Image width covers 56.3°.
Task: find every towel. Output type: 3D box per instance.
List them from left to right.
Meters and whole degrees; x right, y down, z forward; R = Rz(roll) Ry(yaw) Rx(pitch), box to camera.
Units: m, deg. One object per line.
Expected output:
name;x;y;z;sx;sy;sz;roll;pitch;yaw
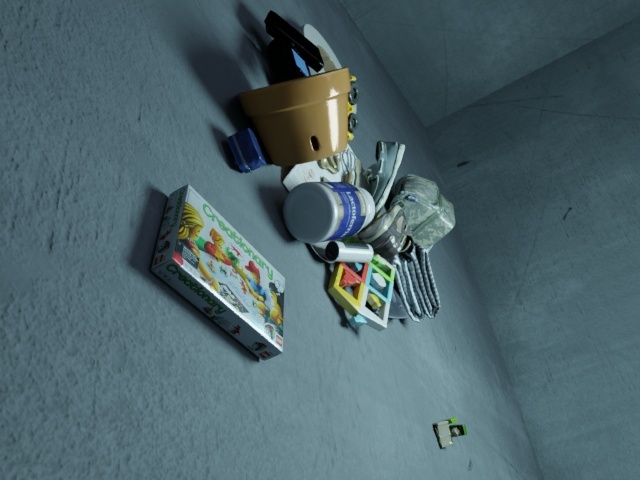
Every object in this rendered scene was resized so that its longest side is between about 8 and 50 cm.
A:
towel;0.303;0.096;1.991;0.235;0.121;0.284;-97;168;-60

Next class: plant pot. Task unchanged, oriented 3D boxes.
plant pot;-0.049;-0.315;1.553;0.291;0.290;0.203;-56;135;-66

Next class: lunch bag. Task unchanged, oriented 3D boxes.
lunch bag;-0.173;-0.202;1.385;0.067;0.065;0.098;41;26;-77
lunch bag;0.408;-0.134;2.504;0.256;0.212;0.305;43;24;-9

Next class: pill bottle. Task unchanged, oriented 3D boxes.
pill bottle;0.032;-0.078;1.561;0.264;0.153;0.153;-11;76;-60

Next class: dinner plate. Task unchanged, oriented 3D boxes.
dinner plate;0.000;0.000;1.613;0.141;0.017;0.141;40;33;-33

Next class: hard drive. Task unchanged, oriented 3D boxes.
hard drive;0.177;0.162;1.813;0.254;0.054;0.172;18;49;-61

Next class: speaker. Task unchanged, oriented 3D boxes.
speaker;0.077;0.032;1.606;0.136;0.055;0.055;5;59;-43

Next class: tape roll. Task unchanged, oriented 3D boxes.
tape roll;0.015;-0.644;2.312;0.392;0.072;0.392;50;25;-33

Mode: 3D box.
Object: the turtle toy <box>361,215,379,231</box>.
turtle toy;0.166;-0.051;2.009;0.130;0.066;0.095;-72;157;-64

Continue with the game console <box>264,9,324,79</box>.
game console;-0.065;-0.557;1.812;0.213;0.044;0.361;30;31;-33

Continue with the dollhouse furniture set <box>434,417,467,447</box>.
dollhouse furniture set;0.392;0.601;1.875;0.151;0.058;0.076;4;68;-44

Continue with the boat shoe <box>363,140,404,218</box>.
boat shoe;0.186;-0.201;1.922;0.116;0.099;0.319;107;5;-56

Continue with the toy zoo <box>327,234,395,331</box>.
toy zoo;0.116;0.121;1.643;0.192;0.030;0.293;40;36;-16

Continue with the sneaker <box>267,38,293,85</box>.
sneaker;-0.084;-0.517;1.909;0.145;0.090;0.270;33;34;-49

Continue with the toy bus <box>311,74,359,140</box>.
toy bus;0.020;-0.434;1.932;0.211;0.149;0.220;-12;104;-63

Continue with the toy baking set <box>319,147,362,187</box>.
toy baking set;0.079;-0.186;1.795;0.256;0.030;0.197;-6;81;-55

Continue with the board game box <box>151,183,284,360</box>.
board game box;-0.173;0.063;1.102;0.305;0.053;0.193;48;26;-37

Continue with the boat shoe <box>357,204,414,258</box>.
boat shoe;0.206;-0.012;1.801;0.130;0.132;0.355;54;21;1

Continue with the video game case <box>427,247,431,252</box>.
video game case;0.479;-0.004;2.609;0.019;0.143;0.157;29;26;-2

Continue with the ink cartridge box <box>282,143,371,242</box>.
ink cartridge box;0.014;-0.153;1.796;0.308;0.091;0.385;55;40;-24
